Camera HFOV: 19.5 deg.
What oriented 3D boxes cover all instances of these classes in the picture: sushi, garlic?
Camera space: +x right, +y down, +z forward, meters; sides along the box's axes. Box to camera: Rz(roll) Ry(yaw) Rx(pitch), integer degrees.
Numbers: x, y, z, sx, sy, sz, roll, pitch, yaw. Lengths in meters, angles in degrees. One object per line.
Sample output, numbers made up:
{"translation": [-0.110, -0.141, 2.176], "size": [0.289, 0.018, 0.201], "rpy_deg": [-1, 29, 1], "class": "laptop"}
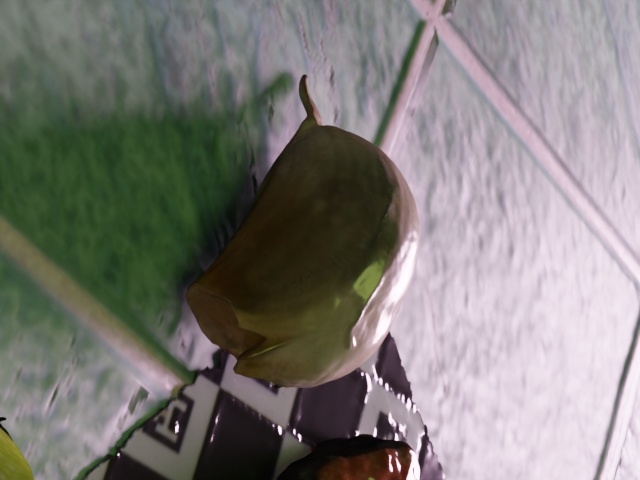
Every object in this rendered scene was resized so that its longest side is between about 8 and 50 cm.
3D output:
{"translation": [0.009, 0.145, 0.797], "size": [0.231, 0.047, 0.219], "rpy_deg": [-42, 118, -45], "class": "sushi"}
{"translation": [0.005, -0.002, 0.782], "size": [0.084, 0.066, 0.152], "rpy_deg": [35, 58, -11], "class": "garlic"}

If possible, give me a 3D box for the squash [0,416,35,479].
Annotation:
{"translation": [-0.202, 0.031, 0.511], "size": [0.287, 0.137, 0.137], "rpy_deg": [46, 52, -23], "class": "squash"}
